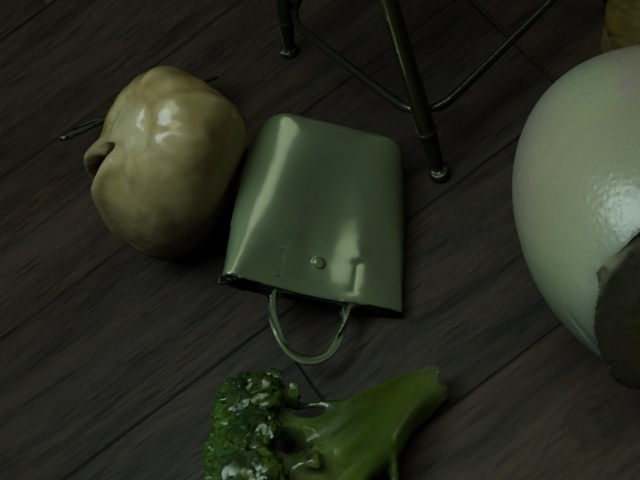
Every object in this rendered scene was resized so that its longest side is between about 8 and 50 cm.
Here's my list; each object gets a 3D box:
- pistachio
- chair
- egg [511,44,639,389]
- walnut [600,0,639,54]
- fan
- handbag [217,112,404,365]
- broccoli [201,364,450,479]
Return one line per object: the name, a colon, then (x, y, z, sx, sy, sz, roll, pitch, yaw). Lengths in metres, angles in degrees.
pistachio: (-0.196, -0.094, 1.659, 0.214, 0.318, 0.193, -13, 64, -10)
chair: (0.117, -0.390, 1.636, 0.364, 0.410, 0.362, -43, 57, -6)
egg: (0.373, -0.068, 1.413, 0.354, 0.354, 0.340, -30, 46, 3)
walnut: (0.457, -0.251, 1.564, 0.245, 0.198, 0.198, 33, 78, 39)
fan: (-0.247, -0.189, 1.784, 0.223, 0.294, 0.012, -20, 100, -3)
handbag: (0.000, 0.000, 1.617, 0.241, 0.109, 0.315, 12, 62, -11)
broccoli: (-0.022, 0.265, 1.493, 0.254, 0.186, 0.302, 23, 42, 9)
